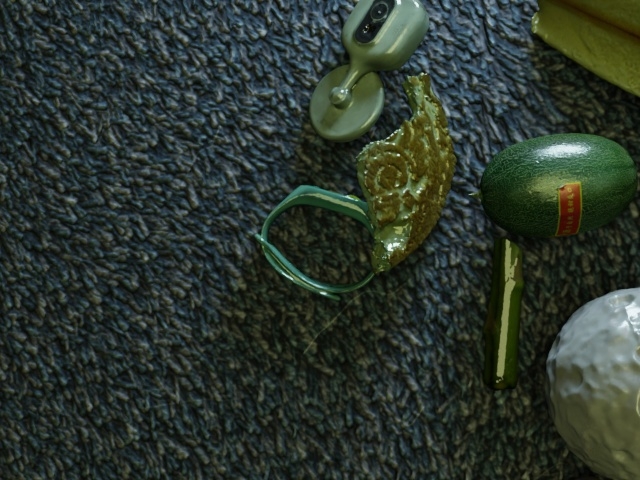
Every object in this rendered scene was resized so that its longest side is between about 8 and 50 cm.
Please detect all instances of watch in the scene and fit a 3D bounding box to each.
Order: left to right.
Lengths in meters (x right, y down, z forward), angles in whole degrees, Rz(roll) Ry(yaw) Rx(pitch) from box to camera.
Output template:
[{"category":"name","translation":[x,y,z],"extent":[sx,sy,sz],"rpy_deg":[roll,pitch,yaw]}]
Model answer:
[{"category":"watch","translation":[0.000,0.000,1.748],"extent":[0.237,0.068,0.195],"rpy_deg":[17,93,3]}]

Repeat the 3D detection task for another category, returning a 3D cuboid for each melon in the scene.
[{"category":"melon","translation":[0.401,-0.094,1.642],"extent":[0.288,0.182,0.182],"rpy_deg":[-6,88,8]}]

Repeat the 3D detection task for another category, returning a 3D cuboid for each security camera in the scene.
[{"category":"security camera","translation":[0.076,-0.321,1.718],"extent":[0.157,0.080,0.301],"rpy_deg":[33,92,34]}]

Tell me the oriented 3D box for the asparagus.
[{"category":"asparagus","translation":[0.333,0.131,1.706],"extent":[0.067,0.060,0.277],"rpy_deg":[6,89,26]}]

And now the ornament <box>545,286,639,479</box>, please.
[{"category":"ornament","translation":[0.537,0.241,1.551],"extent":[0.337,0.337,0.336],"rpy_deg":[0,88,7]}]

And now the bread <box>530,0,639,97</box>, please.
[{"category":"bread","translation":[0.523,-0.363,1.587],"extent":[0.362,0.245,0.233],"rpy_deg":[16,124,10]}]

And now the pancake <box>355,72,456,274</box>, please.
[{"category":"pancake","translation":[0.144,-0.121,1.705],"extent":[0.197,0.054,0.376],"rpy_deg":[21,78,-26]}]

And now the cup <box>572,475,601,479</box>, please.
[{"category":"cup","translation":[0.484,0.513,1.626],"extent":[0.253,0.191,0.200],"rpy_deg":[-29,81,-24]}]
